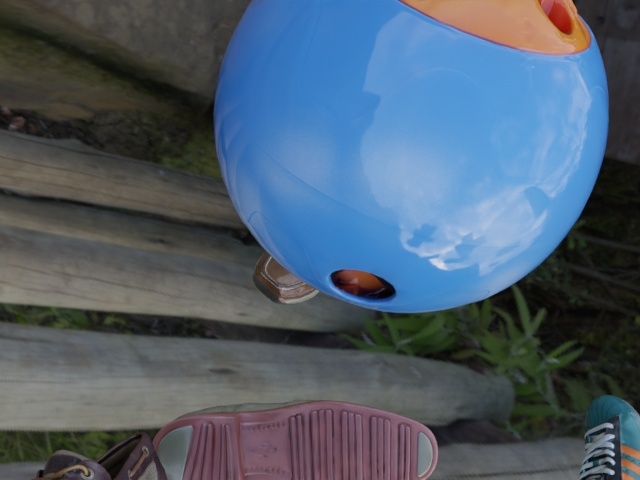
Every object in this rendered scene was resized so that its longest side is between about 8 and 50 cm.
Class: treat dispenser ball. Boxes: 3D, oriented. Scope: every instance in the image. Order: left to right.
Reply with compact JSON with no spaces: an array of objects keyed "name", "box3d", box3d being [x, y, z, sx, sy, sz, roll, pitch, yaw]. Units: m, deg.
[{"name":"treat dispenser ball","box3d":[0.065,-0.089,0.623,0.288,0.288,0.288,-22,122,-41]}]

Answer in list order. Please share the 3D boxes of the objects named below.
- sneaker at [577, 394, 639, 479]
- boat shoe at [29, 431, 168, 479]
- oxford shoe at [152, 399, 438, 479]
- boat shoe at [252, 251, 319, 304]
[{"name":"sneaker","box3d":[0.454,0.372,1.293,0.121,0.108,0.302,22,47,-27]},{"name":"boat shoe","box3d":[-0.280,0.291,0.908,0.342,0.123,0.123,-8,85,-65]},{"name":"oxford shoe","box3d":[-0.034,0.284,1.198,0.146,0.397,0.140,-106,-160,-88]},{"name":"boat shoe","box3d":[0.000,0.000,1.508,0.324,0.123,0.119,-37,162,-49]}]
